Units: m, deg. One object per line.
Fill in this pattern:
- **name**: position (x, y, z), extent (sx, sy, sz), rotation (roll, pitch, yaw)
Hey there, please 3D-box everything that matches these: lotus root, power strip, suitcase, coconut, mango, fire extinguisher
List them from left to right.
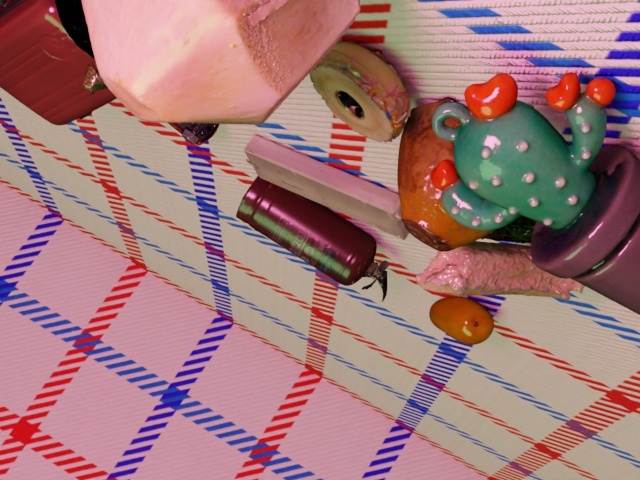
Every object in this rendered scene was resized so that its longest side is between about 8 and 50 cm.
- **suitcase**: position (-0.422, -0.333, 1.904), extent (0.236, 0.161, 0.297), rotation (39, 146, -29)
- **coconut**: position (-0.132, -0.288, 1.327), extent (0.353, 0.352, 0.352), rotation (30, 163, 10)
- **fire extinguisher**: position (0.000, 0.000, 2.242), extent (0.337, 0.114, 0.135), rotation (32, 147, 3)
- **power strip**: position (0.020, -0.096, 2.075), extent (0.367, 0.043, 0.106), rotation (25, 161, 27)
- **lotus root**: position (0.177, -0.076, 1.633), extent (0.188, 0.180, 0.199), rotation (38, 163, -24)
- **mango**: position (0.273, 0.153, 2.244), extent (0.102, 0.084, 0.184), rotation (36, 173, -22)

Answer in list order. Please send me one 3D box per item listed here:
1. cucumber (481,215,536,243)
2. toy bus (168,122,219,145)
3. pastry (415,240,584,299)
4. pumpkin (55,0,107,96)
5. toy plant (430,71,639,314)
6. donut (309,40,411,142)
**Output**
- **cucumber**: position (0.308, -0.023, 1.738), extent (0.058, 0.058, 0.187), rotation (42, 161, -27)
- **toy bus**: position (-0.276, -0.258, 2.103), extent (0.195, 0.081, 0.089), rotation (40, 171, -21)
- **pastry**: position (0.274, 0.047, 1.779), extent (0.259, 0.089, 0.121), rotation (6, 175, -26)
- **pumpkin**: position (-0.282, -0.318, 1.670), extent (0.248, 0.248, 0.248), rotation (30, 163, 10)
- **toy plant**: position (0.306, -0.052, 1.438), extent (0.400, 0.185, 0.279), rotation (32, 160, -17)
- **donut**: position (0.059, -0.216, 1.623), extent (0.175, 0.068, 0.174), rotation (37, 165, 12)
